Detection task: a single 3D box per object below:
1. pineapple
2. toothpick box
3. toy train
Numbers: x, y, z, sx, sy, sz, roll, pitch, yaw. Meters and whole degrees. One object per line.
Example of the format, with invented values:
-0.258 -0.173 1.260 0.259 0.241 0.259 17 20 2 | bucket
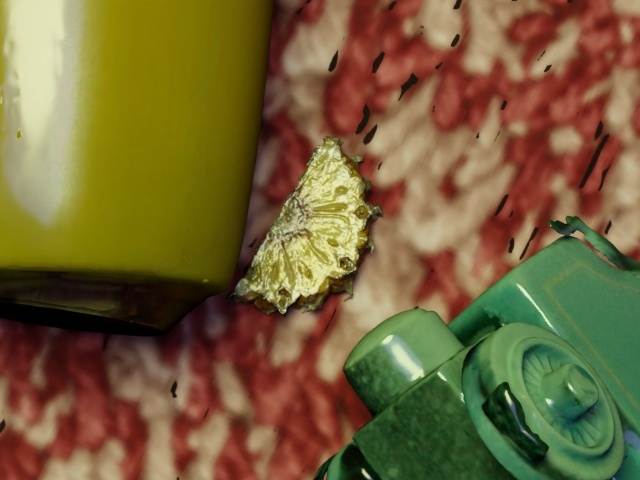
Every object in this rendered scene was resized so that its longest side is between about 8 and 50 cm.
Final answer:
0.000 0.000 0.776 0.045 0.019 0.083 28 82 10 | pineapple
-0.101 -0.101 0.716 0.175 0.175 0.271 1 83 -1 | toothpick box
0.100 0.101 0.687 0.112 0.163 0.203 -40 83 33 | toy train
